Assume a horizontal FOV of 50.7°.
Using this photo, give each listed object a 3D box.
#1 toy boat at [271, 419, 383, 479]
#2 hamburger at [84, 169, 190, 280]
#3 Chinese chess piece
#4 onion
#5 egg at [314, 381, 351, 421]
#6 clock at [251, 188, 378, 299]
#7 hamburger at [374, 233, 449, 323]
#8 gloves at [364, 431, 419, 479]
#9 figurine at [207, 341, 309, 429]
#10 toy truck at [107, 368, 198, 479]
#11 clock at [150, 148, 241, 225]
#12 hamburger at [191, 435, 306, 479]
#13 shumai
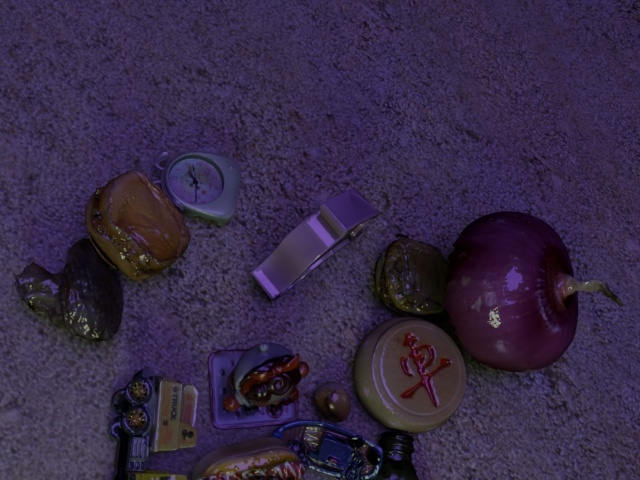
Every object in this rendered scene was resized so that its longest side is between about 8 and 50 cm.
[{"bbox_3d":[0.011,0.411,1.325,0.223,0.097,0.100,17,87,-2],"label":"toy boat"},{"bbox_3d":[-0.359,-0.032,1.334,0.214,0.108,0.213,37,33,-29],"label":"hamburger"},{"bbox_3d":[0.194,0.287,1.458,0.251,0.097,0.250,7,68,-17],"label":"Chinese chess piece"},{"bbox_3d":[0.449,0.108,1.490,0.345,0.358,0.358,-10,70,14],"label":"onion"},{"bbox_3d":[0.028,0.334,1.394,0.071,0.071,0.083,-28,96,-27],"label":"egg"},{"bbox_3d":[0.000,0.000,1.462,0.080,0.275,0.290,51,25,6],"label":"clock"},{"bbox_3d":[0.210,0.088,1.542,0.206,0.130,0.183,24,64,-31],"label":"hamburger"},{"bbox_3d":[0.149,0.516,1.348,0.135,0.107,0.268,14,48,-9],"label":"gloves"},{"bbox_3d":[-0.102,0.261,1.287,0.183,0.226,0.160,0,69,-20],"label":"figurine"},{"bbox_3d":[-0.301,0.378,1.230,0.157,0.124,0.272,12,62,-27],"label":"toy truck"},{"bbox_3d":[-0.273,-0.122,1.466,0.191,0.062,0.151,13,67,-15],"label":"clock"},{"bbox_3d":[-0.134,0.442,1.239,0.210,0.173,0.116,-5,47,-23],"label":"hamburger"},{"bbox_3d":[-0.468,0.103,1.271,0.153,0.161,0.209,-15,65,-1],"label":"shumai"}]
